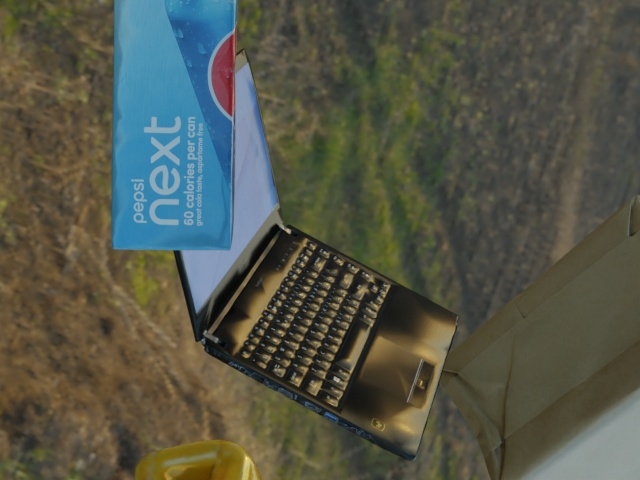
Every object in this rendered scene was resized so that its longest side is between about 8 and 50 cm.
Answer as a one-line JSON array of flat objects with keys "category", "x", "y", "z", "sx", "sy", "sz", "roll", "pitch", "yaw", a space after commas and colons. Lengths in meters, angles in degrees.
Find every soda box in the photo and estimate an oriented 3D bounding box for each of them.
[{"category": "soda box", "x": -0.085, "y": -0.101, "z": 0.763, "sx": 0.067, "sy": 0.071, "sz": 0.210, "roll": -119, "pitch": -150, "yaw": -82}]

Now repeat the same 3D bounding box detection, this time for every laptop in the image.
[{"category": "laptop", "x": 0.000, "y": 0.000, "z": 0.968, "sx": 0.136, "sy": 0.264, "sz": 0.234, "roll": -63, "pitch": 178, "yaw": 26}]

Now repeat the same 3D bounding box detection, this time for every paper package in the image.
[{"category": "paper package", "x": 0.339, "y": 0.138, "z": 1.345, "sx": 0.309, "sy": 0.168, "sz": 0.325, "roll": -44, "pitch": 143, "yaw": 23}]

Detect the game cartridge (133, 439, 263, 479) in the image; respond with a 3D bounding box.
[{"category": "game cartridge", "x": -0.007, "y": 0.281, "z": 0.466, "sx": 0.285, "sy": 0.053, "sz": 0.323, "roll": -84, "pitch": 157, "yaw": -48}]
